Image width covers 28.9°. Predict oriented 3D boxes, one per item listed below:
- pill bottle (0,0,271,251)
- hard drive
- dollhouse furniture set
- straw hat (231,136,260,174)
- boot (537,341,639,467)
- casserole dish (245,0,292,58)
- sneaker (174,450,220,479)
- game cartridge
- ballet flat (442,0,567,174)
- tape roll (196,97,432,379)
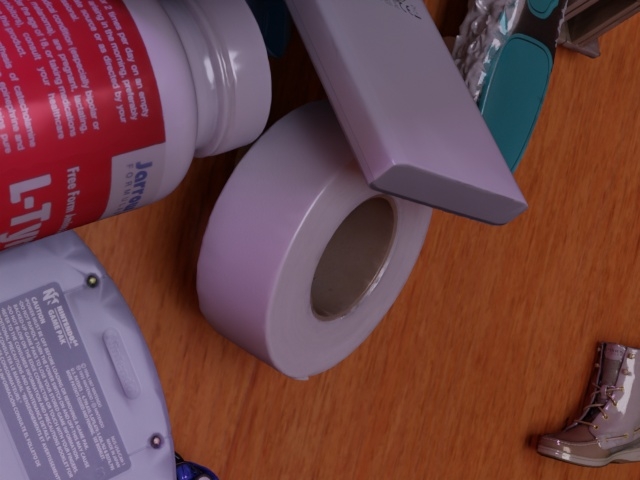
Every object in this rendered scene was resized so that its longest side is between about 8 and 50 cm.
[{"bbox_3d":[-0.260,-0.116,1.102,0.408,0.229,0.229,-20,109,-29],"label":"pill bottle"},{"bbox_3d":[0.066,-0.185,1.255,0.233,0.047,0.353,13,46,-49],"label":"hard drive"},{"bbox_3d":[0.336,-0.349,1.548,0.129,0.129,0.183,15,60,-35],"label":"dollhouse furniture set"},{"bbox_3d":[-0.063,-0.079,1.338,0.061,0.144,0.144,32,77,9],"label":"straw hat"},{"bbox_3d":[0.381,0.219,1.681,0.213,0.077,0.165,3,97,-39],"label":"boot"},{"bbox_3d":[-0.081,-0.262,1.268,0.188,0.037,0.114,48,40,-55],"label":"casserole dish"},{"bbox_3d":[-0.108,0.313,1.340,0.316,0.127,0.182,-7,104,-31],"label":"sneaker"},{"bbox_3d":[-0.259,0.145,1.214,0.196,0.060,0.294,-22,95,-23],"label":"game cartridge"},{"bbox_3d":[0.212,-0.256,1.455,0.147,0.147,0.408,19,90,-35],"label":"ballet flat"},{"bbox_3d":[0.000,0.000,1.302,0.286,0.100,0.286,-41,147,-34],"label":"tape roll"}]
